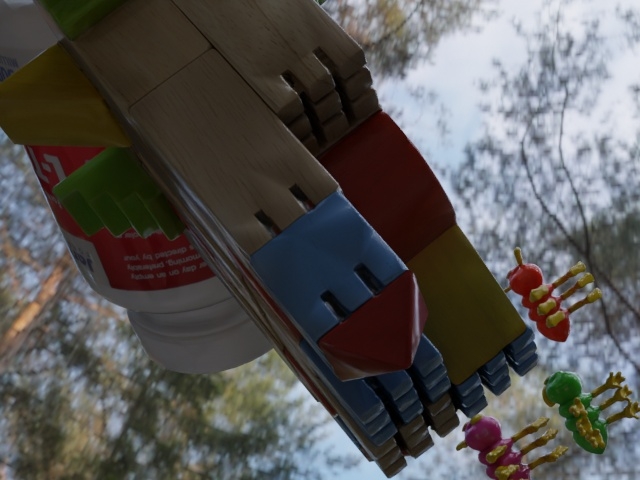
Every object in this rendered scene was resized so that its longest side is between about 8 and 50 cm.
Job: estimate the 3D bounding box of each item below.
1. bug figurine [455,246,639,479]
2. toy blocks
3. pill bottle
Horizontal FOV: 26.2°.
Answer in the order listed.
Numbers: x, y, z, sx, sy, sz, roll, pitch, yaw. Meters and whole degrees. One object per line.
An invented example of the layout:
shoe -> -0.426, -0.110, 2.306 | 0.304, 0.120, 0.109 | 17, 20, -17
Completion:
bug figurine -> 0.179, 0.130, 1.307 | 0.072, 0.279, 0.216 | -40, -104, 48
toy blocks -> 0.000, 0.000, 0.712 | 0.190, 0.381, 0.261 | -38, -117, -7
pill bottle -> -0.143, -0.086, 1.239 | 0.229, 0.229, 0.408 | -8, -54, 13
